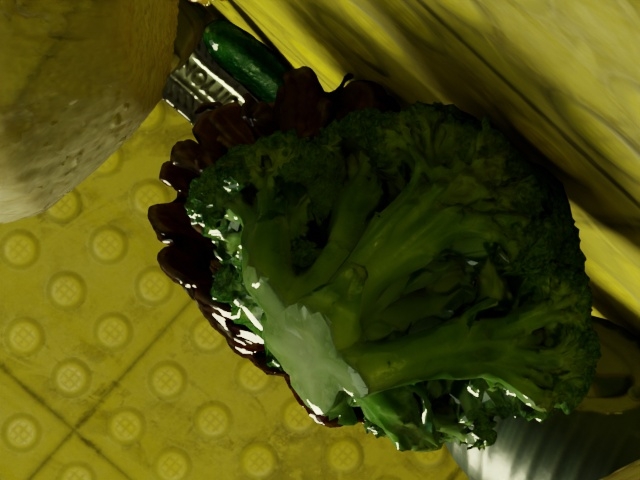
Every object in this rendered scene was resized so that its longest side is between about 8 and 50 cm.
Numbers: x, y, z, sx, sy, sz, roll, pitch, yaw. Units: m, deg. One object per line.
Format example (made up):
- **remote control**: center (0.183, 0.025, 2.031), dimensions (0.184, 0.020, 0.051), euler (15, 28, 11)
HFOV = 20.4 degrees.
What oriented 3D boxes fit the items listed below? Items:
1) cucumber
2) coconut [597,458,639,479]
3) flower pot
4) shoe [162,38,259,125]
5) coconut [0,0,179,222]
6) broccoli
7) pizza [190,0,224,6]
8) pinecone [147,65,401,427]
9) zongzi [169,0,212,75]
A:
- **cucumber**: center (-0.047, -0.156, 1.837), dimensions (0.056, 0.056, 0.284), euler (40, 180, 31)
- **coconut**: center (0.316, 0.279, 1.302), dimensions (0.329, 0.329, 0.329), euler (42, 178, 2)
- **flower pot**: center (0.216, 0.155, 1.536), dimensions (0.243, 0.189, 0.157), euler (25, 141, 24)
- **shoe**: center (-0.165, -0.217, 1.939), dimensions (0.293, 0.109, 0.149), euler (45, -175, -17)
- **coconut**: center (-0.305, -0.180, 1.193), dimensions (0.415, 0.415, 0.344), euler (40, 142, 44)
- **broccoli**: center (0.049, 0.035, 1.198), dimensions (0.295, 0.265, 0.245), euler (26, -151, 30)
- **pizza**: center (-0.134, -0.258, 1.606), dimensions (0.099, 0.036, 0.160), euler (39, 176, 46)
- **pinecone**: center (0.004, -0.005, 1.463), dimensions (0.296, 0.242, 0.298), euler (54, -178, -44)
- **zongzi**: center (-0.279, -0.226, 1.795), dimensions (0.289, 0.123, 0.260), euler (-31, 103, 42)
